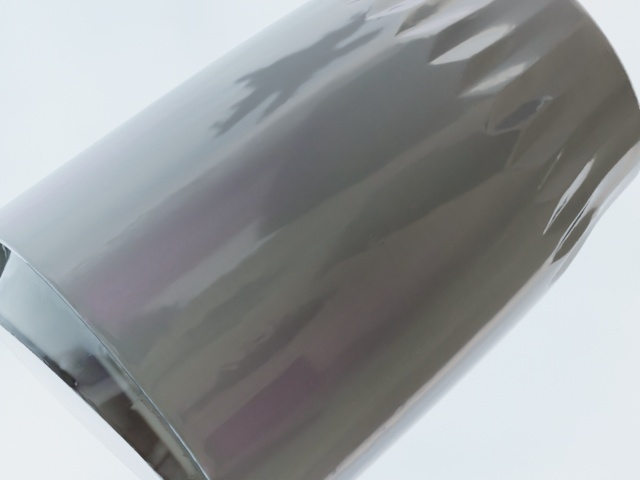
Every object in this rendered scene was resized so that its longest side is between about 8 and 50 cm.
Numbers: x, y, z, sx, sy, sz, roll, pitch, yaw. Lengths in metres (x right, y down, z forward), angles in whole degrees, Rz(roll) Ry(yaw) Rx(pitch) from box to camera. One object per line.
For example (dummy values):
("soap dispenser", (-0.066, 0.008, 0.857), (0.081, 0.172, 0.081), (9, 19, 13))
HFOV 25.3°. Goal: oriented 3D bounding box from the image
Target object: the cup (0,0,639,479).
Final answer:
("cup", (0.000, 0.000, 0.860), (0.371, 0.253, 0.253), (-38, -58, -18))
